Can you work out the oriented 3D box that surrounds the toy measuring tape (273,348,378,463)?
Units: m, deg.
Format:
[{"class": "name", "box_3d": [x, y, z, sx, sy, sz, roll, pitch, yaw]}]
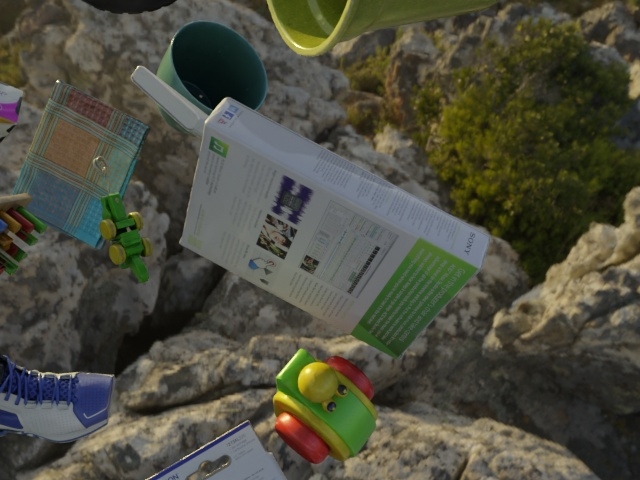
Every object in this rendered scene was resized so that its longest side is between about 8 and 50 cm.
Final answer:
[{"class": "toy measuring tape", "box_3d": [0.006, 0.221, 0.820, 0.121, 0.330, 0.121, 1, 62, -1]}]

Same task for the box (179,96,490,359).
[{"class": "box", "box_3d": [0.000, 0.000, 0.787, 0.322, 0.232, 0.058, 29, 52, 1]}]

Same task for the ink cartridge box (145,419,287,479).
[{"class": "ink cartridge box", "box_3d": [-0.099, 0.461, 1.028, 0.175, 0.371, 0.069, -29, 12, -8]}]

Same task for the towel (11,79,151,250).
[{"class": "towel", "box_3d": [-0.625, -0.187, 1.744, 0.271, 0.370, 0.040, 26, 16, -3]}]

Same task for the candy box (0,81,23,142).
[{"class": "candy box", "box_3d": [-0.598, -0.184, 1.066, 0.159, 0.233, 0.071, 22, 51, -39]}]

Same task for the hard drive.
[{"class": "hard drive", "box_3d": [-0.257, -0.253, 1.477, 0.203, 0.307, 0.040, 42, 95, 23]}]

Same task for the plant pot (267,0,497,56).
[{"class": "plant pot", "box_3d": [0.093, -0.366, 0.806, 0.253, 0.276, 0.276, -10, 51, -24]}]

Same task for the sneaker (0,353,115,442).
[{"class": "sneaker", "box_3d": [-0.569, 0.297, 1.296, 0.315, 0.182, 0.127, -3, 52, -4]}]

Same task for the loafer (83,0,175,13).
[{"class": "loafer", "box_3d": [-0.141, -0.195, 0.311, 0.220, 0.078, 0.080, 35, 50, 9]}]

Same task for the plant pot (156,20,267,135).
[{"class": "plant pot", "box_3d": [-0.333, -0.429, 1.917, 0.293, 0.235, 0.293, 15, 63, -31]}]

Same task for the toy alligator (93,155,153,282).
[{"class": "toy alligator", "box_3d": [-0.293, -0.025, 0.973, 0.056, 0.051, 0.190, -20, 87, -44]}]

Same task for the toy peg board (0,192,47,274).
[{"class": "toy peg board", "box_3d": [-0.605, 0.003, 1.273, 0.079, 0.161, 0.160, 38, 10, -2]}]
